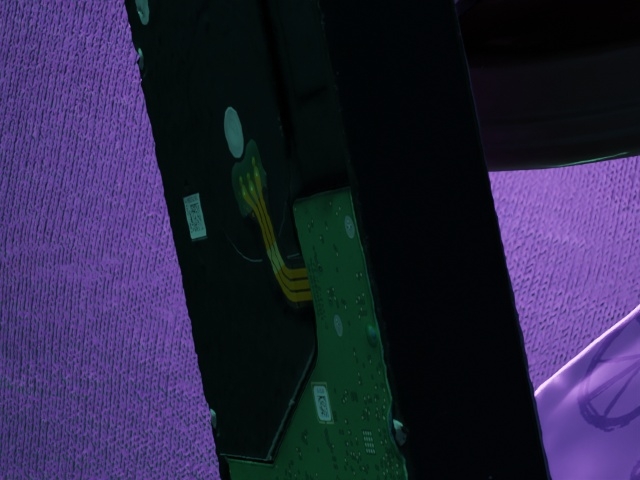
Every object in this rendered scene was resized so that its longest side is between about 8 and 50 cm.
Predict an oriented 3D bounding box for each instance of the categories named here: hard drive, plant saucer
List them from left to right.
[{"bbox_3d":[0.000,0.000,0.747,0.064,0.339,0.237,-11,179,-21],"label":"hard drive"},{"bbox_3d":[0.153,-0.098,0.792,0.278,0.041,0.278,-16,-164,5],"label":"plant saucer"}]

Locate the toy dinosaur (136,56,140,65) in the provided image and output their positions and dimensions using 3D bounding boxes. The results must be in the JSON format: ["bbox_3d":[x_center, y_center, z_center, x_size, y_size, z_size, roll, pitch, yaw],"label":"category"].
[{"bbox_3d":[-0.069,-0.206,1.078,0.322,0.164,0.218,-11,-150,-19],"label":"toy dinosaur"}]

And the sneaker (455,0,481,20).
[{"bbox_3d":[0.023,-0.151,0.815,0.108,0.100,0.271,53,158,-18],"label":"sneaker"}]

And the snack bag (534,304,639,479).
[{"bbox_3d":[0.221,0.030,0.667,0.037,0.342,0.323,43,-165,-13],"label":"snack bag"}]
